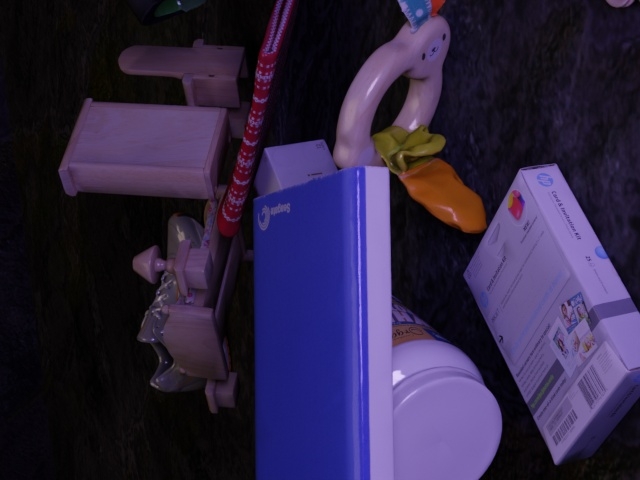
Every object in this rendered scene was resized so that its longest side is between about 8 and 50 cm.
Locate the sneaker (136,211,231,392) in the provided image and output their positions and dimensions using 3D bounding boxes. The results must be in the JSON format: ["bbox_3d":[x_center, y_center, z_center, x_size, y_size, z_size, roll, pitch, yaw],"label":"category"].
[{"bbox_3d":[-0.202,0.093,1.896,0.099,0.121,0.262,-170,72,-66],"label":"sneaker"}]

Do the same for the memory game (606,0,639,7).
[{"bbox_3d":[0.208,-0.244,0.890,0.186,0.012,0.186,171,90,-68],"label":"memory game"}]

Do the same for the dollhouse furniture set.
[{"bbox_3d":[-0.181,-0.016,1.645,0.355,0.174,0.303,83,-166,-50],"label":"dollhouse furniture set"}]

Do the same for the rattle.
[{"bbox_3d":[0.101,-0.129,1.132,0.143,0.130,0.199,39,109,44],"label":"rattle"}]

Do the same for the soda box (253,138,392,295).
[{"bbox_3d":[0.000,0.000,1.421,0.069,0.074,0.216,111,143,-52],"label":"soda box"}]

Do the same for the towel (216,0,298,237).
[{"bbox_3d":[-0.064,-0.156,1.450,0.275,0.031,0.199,107,177,-47],"label":"towel"}]

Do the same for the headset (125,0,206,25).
[{"bbox_3d":[-0.017,-0.286,1.182,0.394,0.243,0.185,-31,95,49],"label":"headset"}]

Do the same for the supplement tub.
[{"bbox_3d":[0.063,0.139,1.231,0.200,0.144,0.144,-141,46,-58],"label":"supplement tub"}]

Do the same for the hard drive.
[{"bbox_3d":[-0.002,0.109,1.154,0.210,0.040,0.318,-13,76,63],"label":"hard drive"}]

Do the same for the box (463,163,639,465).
[{"bbox_3d":[0.182,0.058,1.045,0.145,0.038,0.186,110,143,-50],"label":"box"}]
